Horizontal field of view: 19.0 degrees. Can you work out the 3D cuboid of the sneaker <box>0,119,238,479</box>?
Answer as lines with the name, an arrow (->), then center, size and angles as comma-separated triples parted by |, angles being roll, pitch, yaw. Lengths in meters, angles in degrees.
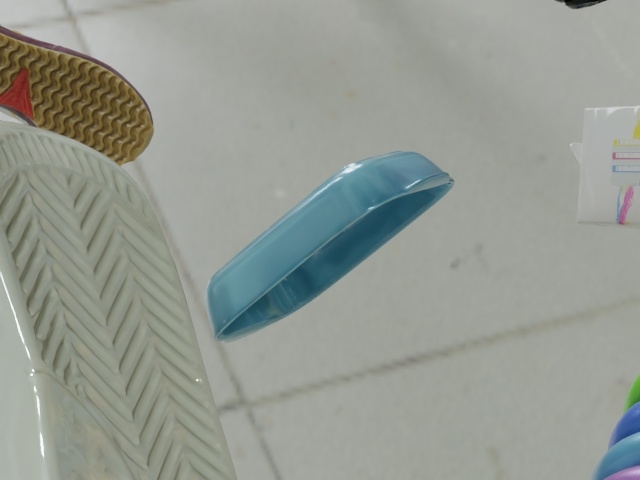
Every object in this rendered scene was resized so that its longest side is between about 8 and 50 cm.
sneaker -> -0.099, 0.139, 0.644 | 0.131, 0.148, 0.350 | 20, 46, -47

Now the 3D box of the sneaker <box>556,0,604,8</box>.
sneaker -> 0.169, -0.144, 0.943 | 0.121, 0.079, 0.217 | -26, 18, 10

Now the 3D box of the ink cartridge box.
ink cartridge box -> 0.259, -0.052, 1.412 | 0.092, 0.143, 0.090 | 5, 89, -30

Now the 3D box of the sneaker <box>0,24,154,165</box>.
sneaker -> -0.200, -0.112, 1.299 | 0.185, 0.070, 0.084 | 26, 9, -25

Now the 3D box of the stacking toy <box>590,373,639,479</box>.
stacking toy -> 0.244, 0.109, 1.175 | 0.141, 0.141, 0.330 | 17, 44, 9

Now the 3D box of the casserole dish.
casserole dish -> 0.000, 0.000, 1.173 | 0.114, 0.188, 0.037 | -16, 70, -56
